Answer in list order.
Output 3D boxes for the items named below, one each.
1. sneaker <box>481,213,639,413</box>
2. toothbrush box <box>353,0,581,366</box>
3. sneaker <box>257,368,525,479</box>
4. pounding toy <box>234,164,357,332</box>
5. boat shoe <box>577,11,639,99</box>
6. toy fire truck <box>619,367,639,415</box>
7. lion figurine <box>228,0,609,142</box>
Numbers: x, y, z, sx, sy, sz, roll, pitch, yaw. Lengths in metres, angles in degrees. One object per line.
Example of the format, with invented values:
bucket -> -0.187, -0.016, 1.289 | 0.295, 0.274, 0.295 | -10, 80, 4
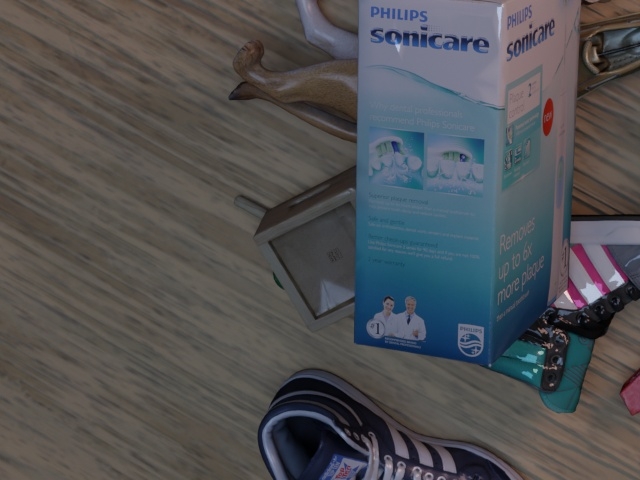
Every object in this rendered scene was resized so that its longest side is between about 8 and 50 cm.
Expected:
sneaker -> 0.244, 0.066, 1.719 | 0.296, 0.124, 0.178 | -1, 92, 21
toothbrush box -> 0.123, -0.075, 1.560 | 0.126, 0.216, 0.295 | 7, 108, 23
sneaker -> 0.068, 0.223, 1.768 | 0.282, 0.153, 0.099 | 29, 103, 8
pounding toy -> 0.000, 0.000, 1.796 | 0.141, 0.100, 0.130 | -26, 105, 18
boat shoe -> 0.240, -0.166, 1.718 | 0.190, 0.072, 0.068 | -23, 92, 15
toy fire truck -> 0.387, 0.138, 1.737 | 0.192, 0.047, 0.135 | -33, 88, 14
lion figurine -> 0.107, -0.205, 1.727 | 0.240, 0.142, 0.392 | 40, 116, 0
